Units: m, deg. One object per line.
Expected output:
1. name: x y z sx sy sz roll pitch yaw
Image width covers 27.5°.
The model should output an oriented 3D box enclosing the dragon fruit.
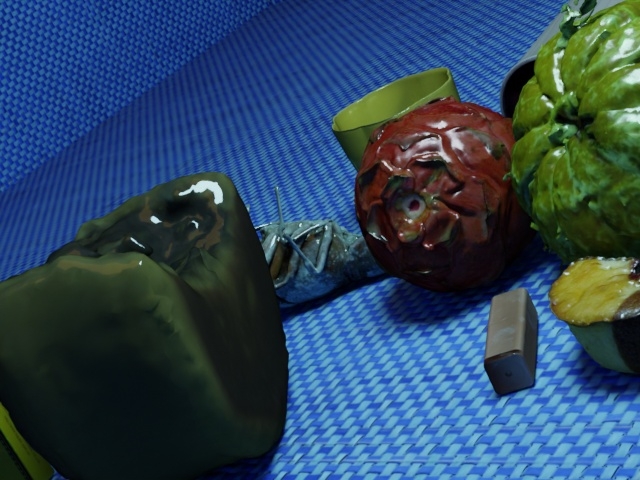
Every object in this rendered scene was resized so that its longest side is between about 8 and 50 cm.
1. dragon fruit: 0.154 -0.056 1.588 0.241 0.241 0.252 -20 34 20

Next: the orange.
1. orange: 0.344 -0.105 1.406 0.223 0.300 0.301 7 41 -24

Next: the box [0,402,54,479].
1. box: -0.481 0.262 1.695 0.279 0.153 0.041 -12 24 37

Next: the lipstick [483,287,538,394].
1. lipstick: 0.202 0.104 1.381 0.045 0.045 0.145 -22 19 19

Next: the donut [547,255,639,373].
1. donut: 0.316 0.070 1.259 0.141 0.085 0.217 -40 22 -34

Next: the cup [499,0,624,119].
1. cup: 0.386 -0.245 1.663 0.208 0.288 0.273 30 60 19

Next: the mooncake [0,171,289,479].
1. mooncake: -0.203 0.082 1.432 0.246 0.394 0.393 -25 58 13

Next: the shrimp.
1. shrimp: -0.002 0.005 1.774 0.411 0.166 0.221 -8 -11 13

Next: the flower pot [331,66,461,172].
1. flower pot: 0.134 -0.128 1.883 0.195 0.179 0.195 -23 17 8
